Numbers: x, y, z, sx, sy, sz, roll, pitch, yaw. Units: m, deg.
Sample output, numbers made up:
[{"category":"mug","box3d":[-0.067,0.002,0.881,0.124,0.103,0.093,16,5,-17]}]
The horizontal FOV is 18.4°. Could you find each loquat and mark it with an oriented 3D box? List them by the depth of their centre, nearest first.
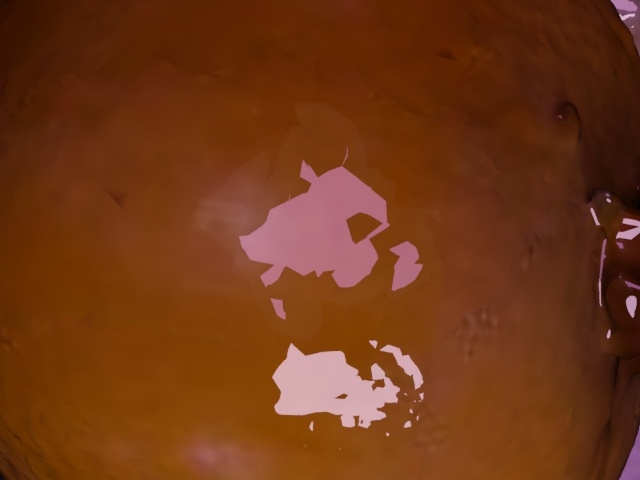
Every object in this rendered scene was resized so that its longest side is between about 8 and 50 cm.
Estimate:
[{"category":"loquat","box3d":[0.000,0.000,0.664,0.275,0.275,0.274,1,83,-8]}]

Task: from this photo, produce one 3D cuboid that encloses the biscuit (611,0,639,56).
[{"category":"biscuit","box3d":[0.136,-0.150,0.780,0.265,0.040,0.188,18,111,9]}]
